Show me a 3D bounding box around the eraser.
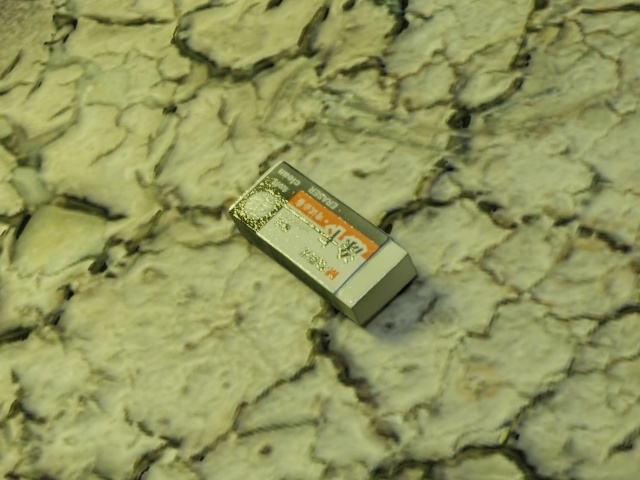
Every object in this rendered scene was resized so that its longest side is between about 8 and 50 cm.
[{"bbox_3d":[0.000,0.000,1.048,0.052,0.029,0.122,-44,52,-11],"label":"eraser"}]
